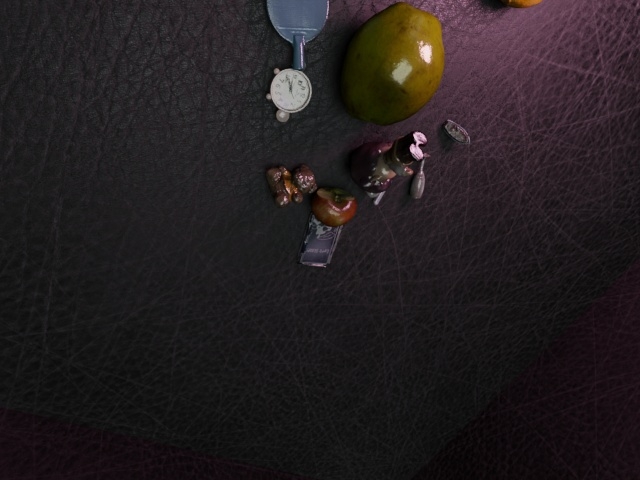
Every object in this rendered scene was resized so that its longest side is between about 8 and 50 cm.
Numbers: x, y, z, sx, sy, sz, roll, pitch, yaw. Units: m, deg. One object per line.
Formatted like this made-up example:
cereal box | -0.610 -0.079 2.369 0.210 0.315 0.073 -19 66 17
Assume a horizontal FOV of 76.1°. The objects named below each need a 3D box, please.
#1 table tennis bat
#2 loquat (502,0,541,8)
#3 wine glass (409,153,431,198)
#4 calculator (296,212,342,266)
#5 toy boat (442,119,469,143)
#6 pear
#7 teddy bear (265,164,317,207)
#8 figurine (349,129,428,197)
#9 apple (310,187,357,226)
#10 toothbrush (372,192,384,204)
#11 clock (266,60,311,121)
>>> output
table tennis bat | -0.077 -0.750 1.381 0.215 0.044 0.328 -5 107 -15
loquat | 0.755 -0.942 1.466 0.234 0.187 0.176 -41 110 -3
wine glass | 0.437 -0.281 1.801 0.066 0.066 0.197 -2 118 -16
calculator | 0.000 0.000 1.844 0.166 0.028 0.273 7 117 -23
toy boat | 0.585 -0.460 1.751 0.140 0.066 0.059 39 115 -1
pear | 0.252 -0.594 1.432 0.352 0.352 0.413 13 122 -23
teddy bear | -0.113 -0.222 1.634 0.190 0.177 0.140 -24 166 -3
figurine | 0.277 -0.307 1.592 0.206 0.365 0.217 12 78 -39
apple | 0.054 -0.135 1.691 0.195 0.173 0.160 -4 101 -21
toothbrush | 0.324 -0.303 1.779 0.030 0.025 0.342 23 108 -28
clock | -0.114 -0.549 1.493 0.156 0.063 0.229 13 109 -20
